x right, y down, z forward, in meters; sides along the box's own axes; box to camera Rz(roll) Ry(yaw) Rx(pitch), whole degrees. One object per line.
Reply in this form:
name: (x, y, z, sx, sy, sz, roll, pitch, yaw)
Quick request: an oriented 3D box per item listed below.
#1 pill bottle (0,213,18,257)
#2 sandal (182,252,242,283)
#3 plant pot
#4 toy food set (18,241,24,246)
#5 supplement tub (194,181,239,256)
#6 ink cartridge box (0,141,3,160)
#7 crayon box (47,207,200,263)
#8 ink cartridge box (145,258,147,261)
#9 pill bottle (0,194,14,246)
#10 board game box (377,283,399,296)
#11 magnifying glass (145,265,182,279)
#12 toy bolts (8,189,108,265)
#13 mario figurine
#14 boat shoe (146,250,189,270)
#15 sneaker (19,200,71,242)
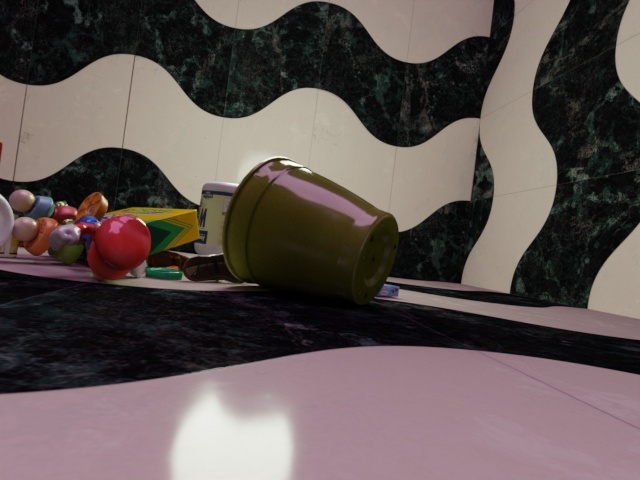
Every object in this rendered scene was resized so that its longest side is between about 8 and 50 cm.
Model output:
pill bottle: (-0.843, -0.015, 1.178, 0.065, 0.117, 0.065, 8, -2, 0)
sandal: (-0.290, 0.085, 1.226, 0.060, 0.090, 0.219, -23, -15, 40)
plant pot: (0.000, 0.000, 1.154, 0.352, 0.367, 0.366, 20, 5, 29)
toy food set: (-1.098, 0.013, 1.630, 0.077, 0.019, 0.122, 6, -2, 33)
supplement tub: (-0.354, -0.047, 1.691, 0.235, 0.325, 0.235, 7, -1, 0)
ink cartridge box: (-1.045, -0.138, 1.115, 0.384, 0.309, 0.091, 8, -2, -2)
crayon box: (-0.620, -0.026, 1.382, 0.362, 0.106, 0.313, 5, 19, 34)
ink cartridge box: (-0.786, 0.033, 1.689, 0.303, 0.072, 0.307, 6, -3, -17)
pill bottle: (-0.874, -0.046, 1.019, 0.264, 0.153, 0.153, 0, -3, 16)
board game box: (0.126, 0.152, 1.441, 0.211, 0.039, 0.160, 6, -1, -33)
magnifying glass: (-0.422, 0.088, 1.219, 0.092, 0.026, 0.231, 7, 1, -11)
toy bolts: (-0.716, -0.078, 1.173, 0.228, 0.218, 0.158, 27, -9, 40)
mario figurine: (-0.498, 0.028, 1.002, 0.197, 0.170, 0.320, -14, 14, -33)
boat shoe: (-0.465, 0.064, 1.382, 0.060, 0.064, 0.178, 4, -5, 24)
sneaker: (-1.097, -0.034, 1.709, 0.384, 0.147, 0.145, -15, 9, 35)
